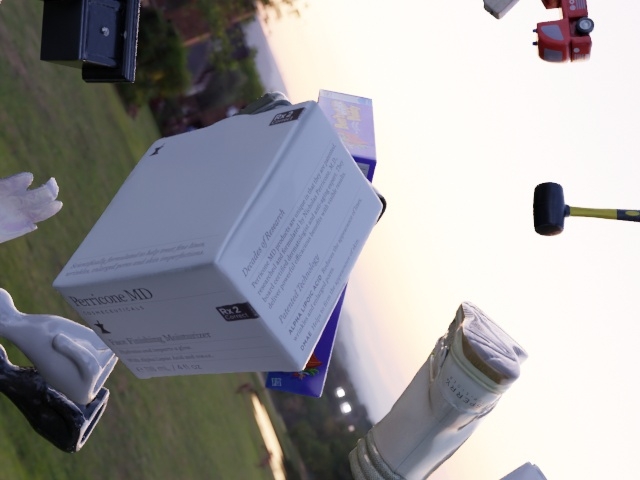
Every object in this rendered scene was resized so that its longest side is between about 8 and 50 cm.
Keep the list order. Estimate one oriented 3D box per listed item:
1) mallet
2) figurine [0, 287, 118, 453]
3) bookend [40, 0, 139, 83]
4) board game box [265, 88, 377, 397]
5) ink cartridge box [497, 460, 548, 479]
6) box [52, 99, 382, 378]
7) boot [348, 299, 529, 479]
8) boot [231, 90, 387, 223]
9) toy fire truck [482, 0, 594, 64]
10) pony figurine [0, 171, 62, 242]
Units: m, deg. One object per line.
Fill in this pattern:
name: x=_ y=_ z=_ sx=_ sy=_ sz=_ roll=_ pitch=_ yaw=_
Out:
mallet: x=0.347 y=-0.040 z=1.273 sx=0.039 sy=0.189 sz=0.062 roll=94 pitch=-7 yaw=-65
figurine: x=-0.362 y=0.145 z=1.288 sx=0.092 sy=0.209 sz=0.215 roll=-62 pitch=179 yaw=-40
bookend: x=-0.272 y=-0.258 z=1.132 sx=0.157 sy=0.072 sz=0.156 roll=3 pitch=92 yaw=-58
board game box: x=0.000 y=0.000 z=1.428 sx=0.233 sy=0.078 sz=0.347 roll=-87 pitch=-172 yaw=-64
ink cartridge box: x=0.156 y=0.392 z=1.158 sx=0.117 sy=0.278 sz=0.201 roll=54 pitch=-9 yaw=36
box: x=-0.076 y=0.002 z=0.829 sx=0.119 sy=0.180 sz=0.182 roll=54 pitch=46 yaw=-30
boot: x=0.101 y=0.141 z=0.913 sx=0.077 sy=0.165 sz=0.213 roll=39 pitch=11 yaw=6
boot: x=-0.054 y=-0.045 z=1.097 sx=0.208 sy=0.189 sz=0.076 roll=55 pitch=7 yaw=33
toy fire truck: x=0.230 y=-0.283 z=1.185 sx=0.047 sy=0.135 sz=0.192 roll=60 pitch=27 yaw=-68
pony figurine: x=-0.531 y=-0.083 z=1.244 sx=0.364 sy=0.350 sz=0.303 roll=65 pitch=4 yaw=25
